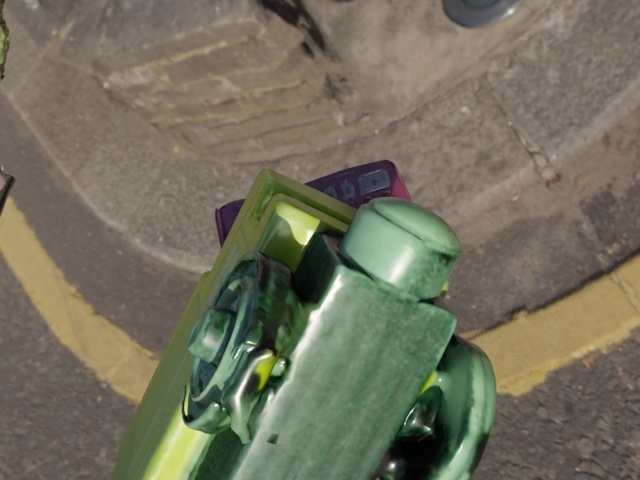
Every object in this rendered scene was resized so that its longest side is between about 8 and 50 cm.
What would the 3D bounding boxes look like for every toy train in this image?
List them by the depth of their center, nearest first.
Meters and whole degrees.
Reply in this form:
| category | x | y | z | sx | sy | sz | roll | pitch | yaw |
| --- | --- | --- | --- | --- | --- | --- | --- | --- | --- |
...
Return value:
| category | x | y | z | sx | sy | sz | roll | pitch | yaw |
| --- | --- | --- | --- | --- | --- | --- | --- | --- | --- |
| toy train | -0.054 | 0.157 | 0.573 | 0.442 | 0.179 | 0.272 | -63 | 16 | 10 |

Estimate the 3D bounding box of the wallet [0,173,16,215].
| category | x | y | z | sx | sy | sz | roll | pitch | yaw |
| --- | --- | --- | --- | --- | --- | --- | --- | --- | --- |
| wallet | -0.409 | 0.011 | 0.920 | 0.124 | 0.025 | 0.244 | -22 | 32 | 7 |

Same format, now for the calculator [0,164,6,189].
| category | x | y | z | sx | sy | sz | roll | pitch | yaw |
| --- | --- | --- | --- | --- | --- | --- | --- | --- | --- |
| calculator | -0.383 | -0.033 | 0.832 | 0.175 | 0.100 | 0.032 | -30 | 81 | 41 |

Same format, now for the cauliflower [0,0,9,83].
| category | x | y | z | sx | sy | sz | roll | pitch | yaw |
| --- | --- | --- | --- | --- | --- | --- | --- | --- | --- |
| cauliflower | -0.495 | -0.240 | 0.908 | 0.281 | 0.260 | 0.327 | -6 | 58 | 15 |

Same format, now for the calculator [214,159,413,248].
| category | x | y | z | sx | sy | sz | roll | pitch | yaw |
| --- | --- | --- | --- | --- | --- | --- | --- | --- | --- |
| calculator | 0.000 | 0.000 | 0.809 | 0.190 | 0.034 | 0.127 | -16 | 64 | -1 |
